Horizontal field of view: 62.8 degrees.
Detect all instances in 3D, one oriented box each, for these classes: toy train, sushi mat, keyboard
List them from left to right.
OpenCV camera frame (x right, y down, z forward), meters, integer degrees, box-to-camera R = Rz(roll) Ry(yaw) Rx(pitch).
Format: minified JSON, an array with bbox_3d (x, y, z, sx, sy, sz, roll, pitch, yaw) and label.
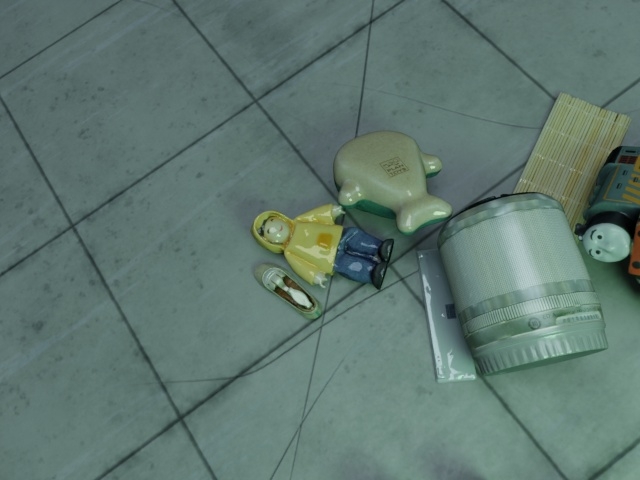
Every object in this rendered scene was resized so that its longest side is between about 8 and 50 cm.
[{"bbox_3d":[0.236,0.136,0.992,0.072,0.014,0.256,-6,70,1],"label":"keyboard"},{"bbox_3d":[0.497,-0.149,1.050,0.151,0.019,0.316,25,76,17],"label":"sushi mat"},{"bbox_3d":[0.554,-0.057,0.878,0.190,0.142,0.334,12,38,34],"label":"toy train"}]

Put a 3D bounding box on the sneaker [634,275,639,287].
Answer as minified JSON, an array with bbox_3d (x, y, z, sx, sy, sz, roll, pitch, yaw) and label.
[{"bbox_3d":[0.639,0.043,0.934,0.234,0.106,0.078,-34,26,-24],"label":"sneaker"}]

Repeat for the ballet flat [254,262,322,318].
[{"bbox_3d":[-0.065,0.091,1.028,0.168,0.052,0.057,33,79,18],"label":"ballet flat"}]

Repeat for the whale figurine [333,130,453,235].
[{"bbox_3d":[0.135,-0.093,0.993,0.216,0.141,0.272,-23,47,-13],"label":"whale figurine"}]

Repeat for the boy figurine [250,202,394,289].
[{"bbox_3d":[0.000,0.000,1.032,0.285,0.092,0.177,18,77,11],"label":"boy figurine"}]

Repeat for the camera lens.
[{"bbox_3d":[0.332,0.071,0.888,0.219,0.219,0.274,-13,69,4],"label":"camera lens"}]
